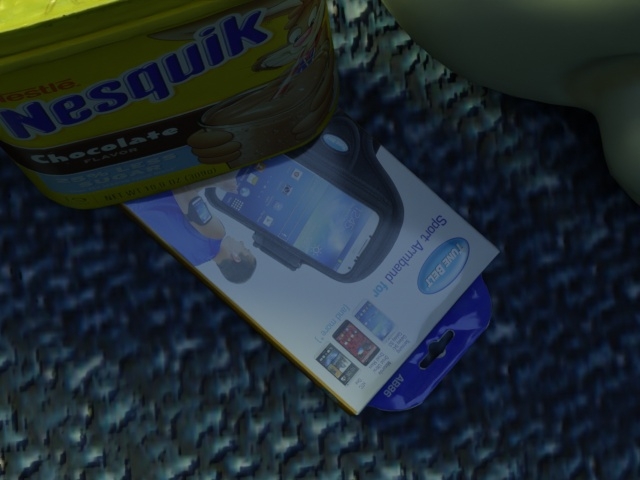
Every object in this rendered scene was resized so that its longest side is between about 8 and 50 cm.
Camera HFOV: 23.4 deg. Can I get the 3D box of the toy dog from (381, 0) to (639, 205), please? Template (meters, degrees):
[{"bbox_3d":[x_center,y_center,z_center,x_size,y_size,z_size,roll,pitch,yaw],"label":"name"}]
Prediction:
[{"bbox_3d":[0.156,-0.167,0.406,0.395,0.408,0.285,19,82,-4],"label":"toy dog"}]

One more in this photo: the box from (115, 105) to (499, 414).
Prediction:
[{"bbox_3d":[0.000,0.000,0.566,0.136,0.028,0.081,41,82,2],"label":"box"}]

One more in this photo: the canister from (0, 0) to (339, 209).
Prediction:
[{"bbox_3d":[-0.057,-0.071,0.472,0.126,0.170,0.073,-17,75,0],"label":"canister"}]
